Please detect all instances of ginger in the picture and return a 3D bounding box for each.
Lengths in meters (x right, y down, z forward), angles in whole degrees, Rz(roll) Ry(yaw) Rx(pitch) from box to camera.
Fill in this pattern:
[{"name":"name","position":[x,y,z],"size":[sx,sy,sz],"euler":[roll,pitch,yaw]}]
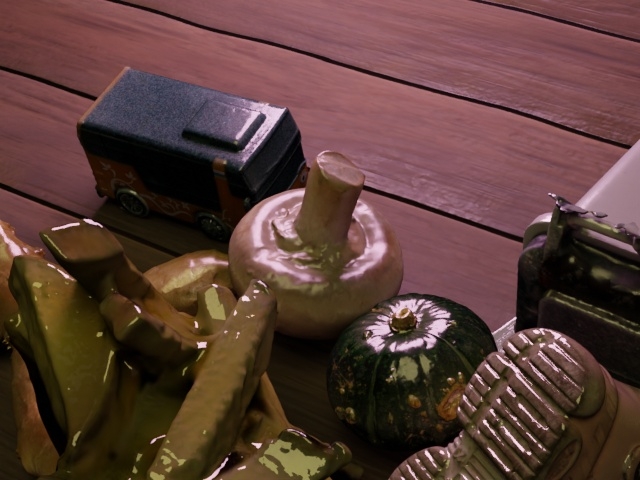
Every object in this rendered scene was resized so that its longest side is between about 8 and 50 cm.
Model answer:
[{"name":"ginger","position":[-0.303,0.129,1.418],"size":[0.348,0.122,0.363],"euler":[9,58,19]},{"name":"ginger","position":[-0.109,0.143,1.133],"size":[0.413,0.211,0.358],"euler":[26,17,-15]}]

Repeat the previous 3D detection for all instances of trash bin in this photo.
[{"name":"trash bin","position":[0.383,0.008,1.275],"size":[0.256,0.296,0.367],"euler":[23,51,29]}]

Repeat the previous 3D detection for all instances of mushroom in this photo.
[{"name":"mushroom","position":[0.000,0.000,1.389],"size":[0.207,0.215,0.207],"euler":[8,39,-6]}]

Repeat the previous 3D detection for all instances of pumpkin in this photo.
[{"name":"pumpkin","position":[0.099,0.139,1.294],"size":[0.190,0.146,0.190],"euler":[-14,45,15]}]

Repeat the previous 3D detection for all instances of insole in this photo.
[{"name":"insole","position":[0.212,0.121,1.385],"size":[0.153,0.002,0.053],"euler":[-36,52,-19]}]

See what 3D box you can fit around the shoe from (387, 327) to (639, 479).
[{"name":"shoe","position":[0.194,0.260,1.126],"size":[0.351,0.198,0.172],"euler":[-56,32,21]}]

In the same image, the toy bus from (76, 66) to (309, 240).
[{"name":"toy bus","position":[-0.160,-0.109,1.551],"size":[0.275,0.167,0.138],"euler":[18,54,24]}]
